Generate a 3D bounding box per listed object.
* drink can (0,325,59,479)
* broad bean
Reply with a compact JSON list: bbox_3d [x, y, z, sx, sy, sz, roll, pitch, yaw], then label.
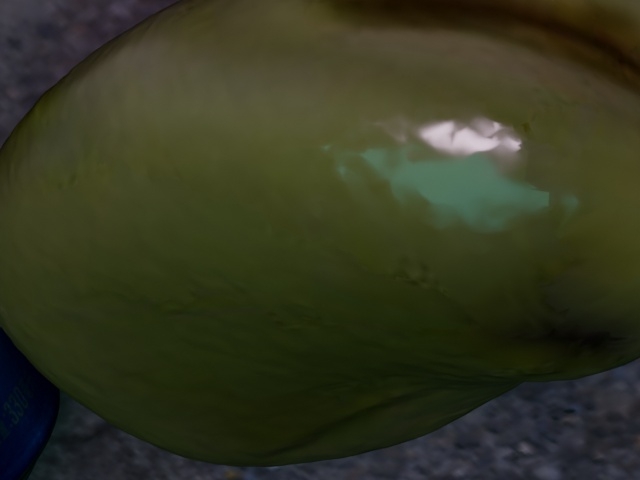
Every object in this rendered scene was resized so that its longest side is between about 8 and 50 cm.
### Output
[{"bbox_3d":[-0.181,0.012,0.622,0.118,0.118,0.205,-16,122,24],"label":"drink can"},{"bbox_3d":[0.000,0.000,0.565,0.263,0.121,0.189,-31,130,34],"label":"broad bean"}]
